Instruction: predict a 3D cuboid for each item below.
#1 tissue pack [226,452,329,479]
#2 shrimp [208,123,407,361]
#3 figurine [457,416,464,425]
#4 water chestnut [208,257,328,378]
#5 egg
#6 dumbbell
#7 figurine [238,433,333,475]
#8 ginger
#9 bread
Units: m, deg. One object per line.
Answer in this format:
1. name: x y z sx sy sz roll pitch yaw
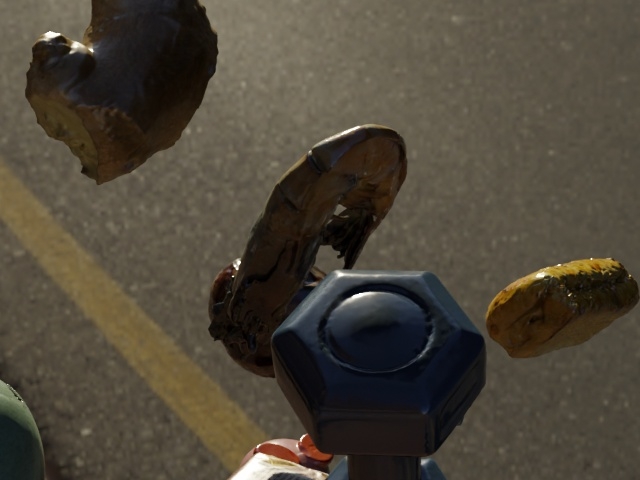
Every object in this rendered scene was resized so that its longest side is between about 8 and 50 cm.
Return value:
1. tissue pack: -0.080 0.414 1.945 0.183 0.092 0.226 18 28 24
2. shrimp: -0.005 -0.006 1.280 0.178 0.289 0.075 -13 47 -45
3. figurine: 0.115 0.159 1.361 0.075 0.068 0.140 16 5 4
4. water chestnut: -0.064 0.098 2.052 0.223 0.238 0.224 13 15 -4
5. egg: -0.389 0.260 1.464 0.169 0.169 0.237 -5 75 -1
6. dumbbell: 0.050 0.173 1.059 0.160 0.325 0.144 0 44 4
7. figurine: -0.065 0.425 2.292 0.173 0.173 0.173 -3 31 2
8. ginger: -0.239 -0.203 1.565 0.221 0.276 0.130 13 -18 -34
9. bread: 0.269 0.071 1.479 0.211 0.114 0.083 -6 64 -57
